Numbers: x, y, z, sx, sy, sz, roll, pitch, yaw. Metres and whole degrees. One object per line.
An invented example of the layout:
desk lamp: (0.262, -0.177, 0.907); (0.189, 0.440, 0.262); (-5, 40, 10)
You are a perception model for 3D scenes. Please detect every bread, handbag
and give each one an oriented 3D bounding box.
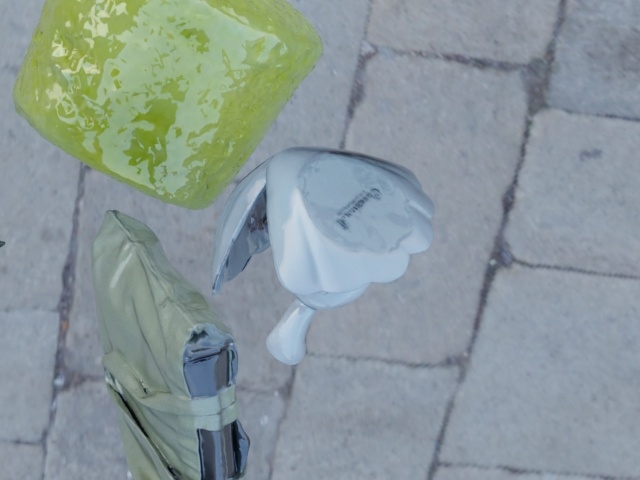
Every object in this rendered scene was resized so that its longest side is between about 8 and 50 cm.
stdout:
bread: (-0.206, -0.229, 1.467); (0.348, 0.348, 0.308); (29, 105, -19)
handbag: (-0.155, 0.156, 1.180); (0.109, 0.253, 0.316); (-15, 122, -24)

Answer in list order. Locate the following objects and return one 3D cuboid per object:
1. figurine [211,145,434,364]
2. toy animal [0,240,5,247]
figurine: (0.000, 0.000, 0.492); (0.082, 0.094, 0.086); (40, 147, 12)
toy animal: (-0.373, -0.021, 1.166); (0.135, 0.047, 0.065); (25, 66, -36)
